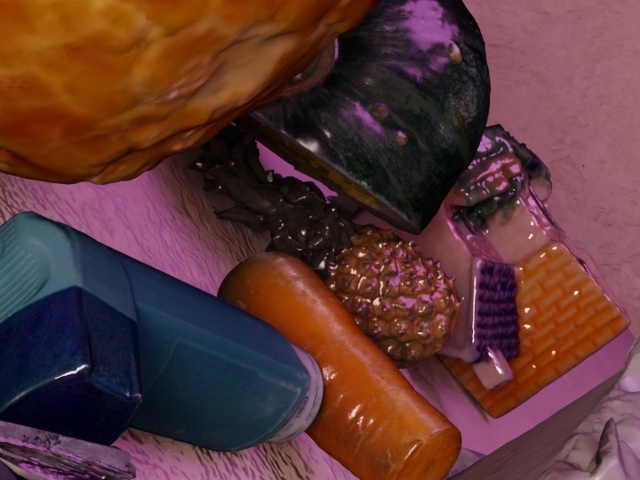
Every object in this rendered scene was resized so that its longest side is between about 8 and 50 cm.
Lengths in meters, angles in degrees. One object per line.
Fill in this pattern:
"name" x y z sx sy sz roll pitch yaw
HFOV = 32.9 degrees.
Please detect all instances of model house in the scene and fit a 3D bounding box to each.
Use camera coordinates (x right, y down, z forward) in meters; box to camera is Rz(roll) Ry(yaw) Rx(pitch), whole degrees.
"model house" 0.180 0.037 1.126 0.237 0.202 0.237 59 17 19

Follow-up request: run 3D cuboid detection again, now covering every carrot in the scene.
"carrot" 0.003 0.089 0.708 0.193 0.087 0.087 49 12 30

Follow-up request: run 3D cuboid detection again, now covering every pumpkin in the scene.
"pumpkin" 0.019 -0.153 0.906 0.293 0.197 0.263 35 -2 30

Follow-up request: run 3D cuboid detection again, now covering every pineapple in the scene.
"pineapple" 0.000 0.000 0.871 0.251 0.125 0.125 44 19 -15

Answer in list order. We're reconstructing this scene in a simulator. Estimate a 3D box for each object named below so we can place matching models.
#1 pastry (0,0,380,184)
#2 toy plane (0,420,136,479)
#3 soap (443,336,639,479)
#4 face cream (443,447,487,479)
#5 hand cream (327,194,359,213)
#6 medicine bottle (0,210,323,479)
"pastry" -0.132 -0.194 0.466 0.388 0.388 0.313 43 46 -35
"toy plane" -0.164 0.066 0.347 0.197 0.078 0.053 29 29 -26
"soap" 0.194 0.312 0.574 0.435 0.213 0.350 56 21 5
"face cream" 0.156 0.229 0.940 0.198 0.057 0.084 36 29 -51
"hand cream" 0.080 -0.032 1.247 0.205 0.078 0.050 19 79 -66
"medicine bottle" -0.082 0.067 0.558 0.258 0.079 0.124 30 24 -56
